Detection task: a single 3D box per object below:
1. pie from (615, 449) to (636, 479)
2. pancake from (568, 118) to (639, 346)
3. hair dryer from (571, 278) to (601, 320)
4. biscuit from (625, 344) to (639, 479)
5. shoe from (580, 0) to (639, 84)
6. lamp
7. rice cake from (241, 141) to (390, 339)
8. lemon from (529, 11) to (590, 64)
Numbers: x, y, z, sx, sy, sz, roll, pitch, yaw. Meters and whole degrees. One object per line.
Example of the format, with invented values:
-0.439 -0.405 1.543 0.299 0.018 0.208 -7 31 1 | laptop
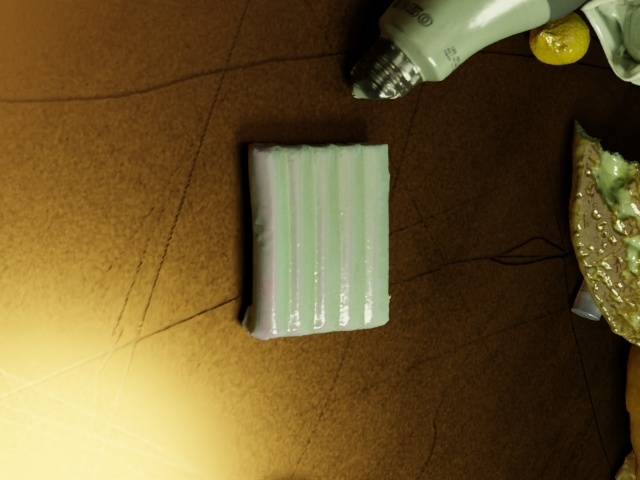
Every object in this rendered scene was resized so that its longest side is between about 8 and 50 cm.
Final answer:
0.515 0.402 1.649 0.339 0.083 0.340 -9 104 -39 | pie
0.403 0.011 1.421 0.197 0.054 0.377 -31 107 -12 | pancake
0.366 0.080 1.475 0.114 0.037 0.063 33 78 -48 | hair dryer
0.533 0.195 1.566 0.359 0.074 0.381 38 63 -26 | biscuit
0.411 -0.231 1.347 0.363 0.131 0.160 38 54 -36 | shoe
0.168 -0.253 1.124 0.182 0.182 0.314 46 71 -37 | lamp
0.000 0.000 1.143 0.189 0.037 0.198 -3 103 -40 | rice cake
0.267 -0.229 1.292 0.092 0.065 0.065 -7 106 -48 | lemon
